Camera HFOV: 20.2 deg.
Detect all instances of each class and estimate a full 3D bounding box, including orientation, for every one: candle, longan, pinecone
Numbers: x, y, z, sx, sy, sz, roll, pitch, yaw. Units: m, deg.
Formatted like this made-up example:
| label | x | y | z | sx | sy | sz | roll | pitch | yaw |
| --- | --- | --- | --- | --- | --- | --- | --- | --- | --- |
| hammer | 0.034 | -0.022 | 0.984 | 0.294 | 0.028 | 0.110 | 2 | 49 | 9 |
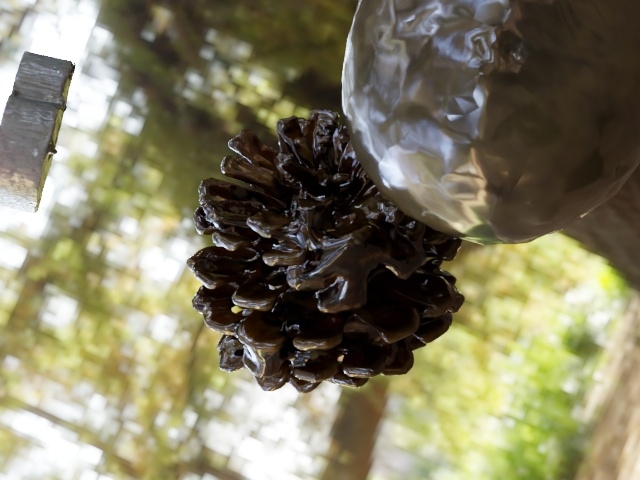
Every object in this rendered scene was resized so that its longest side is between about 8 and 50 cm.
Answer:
| label | x | y | z | sx | sy | sz | roll | pitch | yaw |
| --- | --- | --- | --- | --- | --- | --- | --- | --- | --- |
| candle | -0.311 | -0.100 | 1.895 | 0.192 | 0.068 | 0.168 | -84 | 12 | -54 |
| longan | 0.224 | -0.201 | 2.206 | 0.404 | 0.403 | 0.436 | 94 | -172 | -73 |
| pinecone | 0.000 | 0.000 | 2.441 | 0.398 | 0.397 | 0.398 | 23 | -90 | -84 |
